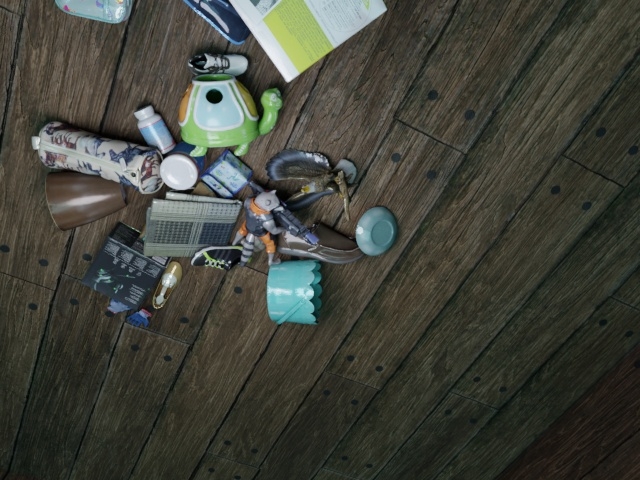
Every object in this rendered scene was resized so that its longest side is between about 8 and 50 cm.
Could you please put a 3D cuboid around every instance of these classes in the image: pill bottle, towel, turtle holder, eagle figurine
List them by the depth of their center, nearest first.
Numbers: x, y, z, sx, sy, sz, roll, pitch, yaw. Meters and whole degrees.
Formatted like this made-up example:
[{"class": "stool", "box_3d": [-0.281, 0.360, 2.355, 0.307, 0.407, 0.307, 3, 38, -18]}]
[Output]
[{"class": "turtle holder", "box_3d": [-0.301, -0.412, 1.544, 0.321, 0.243, 0.227, 6, 121, 12]}, {"class": "pill bottle", "box_3d": [-0.463, -0.270, 1.640, 0.125, 0.221, 0.124, 0, 119, 0]}, {"class": "pill bottle", "box_3d": [-0.577, -0.383, 1.653, 0.087, 0.087, 0.160, -18, 118, 9]}, {"class": "eagle figurine", "box_3d": [-0.031, -0.206, 1.726, 0.299, 0.225, 0.226, 8, 80, 32]}, {"class": "towel", "box_3d": [-0.485, -0.050, 1.773, 0.325, 0.056, 0.312, 1, 140, -28]}]

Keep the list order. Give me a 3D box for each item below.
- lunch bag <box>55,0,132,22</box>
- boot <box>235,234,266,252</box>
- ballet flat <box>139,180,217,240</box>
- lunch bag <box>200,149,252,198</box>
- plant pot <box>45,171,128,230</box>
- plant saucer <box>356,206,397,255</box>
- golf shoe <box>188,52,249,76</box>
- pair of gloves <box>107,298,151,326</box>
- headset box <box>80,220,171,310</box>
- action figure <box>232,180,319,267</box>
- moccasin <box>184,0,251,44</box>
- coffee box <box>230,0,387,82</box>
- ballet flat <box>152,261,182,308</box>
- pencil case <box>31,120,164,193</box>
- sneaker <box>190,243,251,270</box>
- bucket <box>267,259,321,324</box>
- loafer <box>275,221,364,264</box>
[{"class": "lunch bag", "box_3d": [-0.664, -0.804, 1.406, 0.224, 0.107, 0.279, 12, 118, -7]}, {"class": "boot", "box_3d": [-0.269, -0.004, 1.897, 0.087, 0.042, 0.118, -39, 114, 12]}, {"class": "ballet flat", "box_3d": [-0.556, -0.123, 1.796, 0.343, 0.116, 0.124, -26, 96, 13]}, {"class": "lunch bag", "box_3d": [-0.348, -0.232, 1.741, 0.151, 0.096, 0.129, -32, 118, 32]}, {"class": "plant pot", "box_3d": [-0.833, -0.160, 1.727, 0.231, 0.215, 0.215, -11, 120, -11]}, {"class": "plant saucer", "box_3d": [0.227, -0.032, 1.830, 0.195, 0.037, 0.194, -7, 104, -27]}, {"class": "golf shoe", "box_3d": [-0.331, -0.569, 1.542, 0.198, 0.094, 0.077, -6, 99, 1]}, {"class": "pair of gloves", "box_3d": [-0.817, 0.306, 2.047, 0.198, 0.023, 0.159, 39, 132, -23]}, {"class": "headset box", "box_3d": [-0.772, 0.112, 1.902, 0.246, 0.131, 0.283, 31, 114, -17]}, {"class": "action figure", "box_3d": [-0.187, -0.034, 1.704, 0.341, 0.179, 0.330, 37, 138, 20]}, {"class": "moccasin", "box_3d": [-0.349, -0.753, 1.443, 0.342, 0.137, 0.117, 34, 110, -33]}, {"class": "coffee box", "box_3d": [-0.050, -0.706, 1.334, 0.335, 0.337, 0.338, -32, 114, 15]}, {"class": "ballet flat", "box_3d": [-0.639, 0.192, 1.980, 0.080, 0.073, 0.232, 23, 116, -13]}, {"class": "pencil case", "box_3d": [-0.745, -0.281, 1.613, 0.411, 0.183, 0.159, 16, 95, 6]}, {"class": "sneaker", "box_3d": [-0.383, 0.073, 1.851, 0.235, 0.097, 0.084, -12, 149, -27]}, {"class": "bucket", "box_3d": [-0.098, 0.203, 1.887, 0.183, 0.281, 0.281, 0, 119, 7]}, {"class": "loafer", "box_3d": [0.000, 0.000, 1.844, 0.366, 0.133, 0.130, 6, 119, -4]}]
